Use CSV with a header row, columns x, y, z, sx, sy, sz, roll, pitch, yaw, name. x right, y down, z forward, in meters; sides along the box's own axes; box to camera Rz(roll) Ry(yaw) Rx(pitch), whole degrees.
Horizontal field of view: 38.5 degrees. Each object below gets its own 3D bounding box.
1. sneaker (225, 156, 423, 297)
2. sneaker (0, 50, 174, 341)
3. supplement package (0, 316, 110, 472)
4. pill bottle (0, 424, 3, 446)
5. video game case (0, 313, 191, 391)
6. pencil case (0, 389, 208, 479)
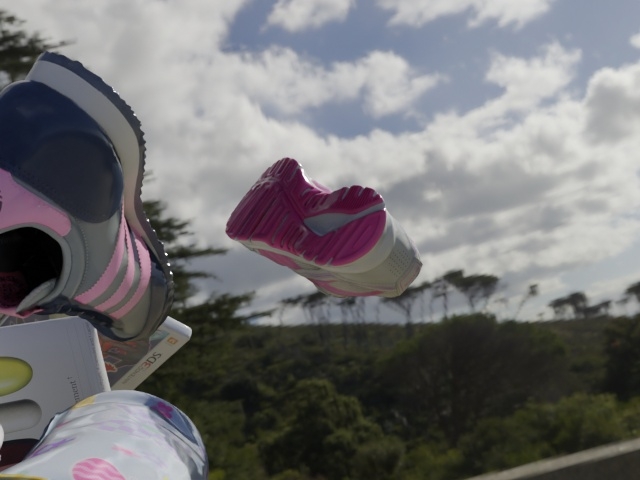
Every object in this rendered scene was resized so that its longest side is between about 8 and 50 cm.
x,y,z,sx,sy,sz,roll,pitch,yaw,name
0.000,0.000,0.881,0.103,0.111,0.252,-52,35,-7,sneaker
-0.188,0.013,0.657,0.131,0.112,0.319,-55,-17,-28,sneaker
-0.307,0.196,0.867,0.203,0.194,0.149,-8,-23,-30,supplement package
-0.350,0.070,0.657,0.152,0.272,0.152,-24,23,11,pill bottle
-0.299,0.123,1.182,0.201,0.023,0.183,32,-54,-24,video game case
-0.136,0.158,0.519,0.124,0.113,0.273,23,-1,1,pencil case
